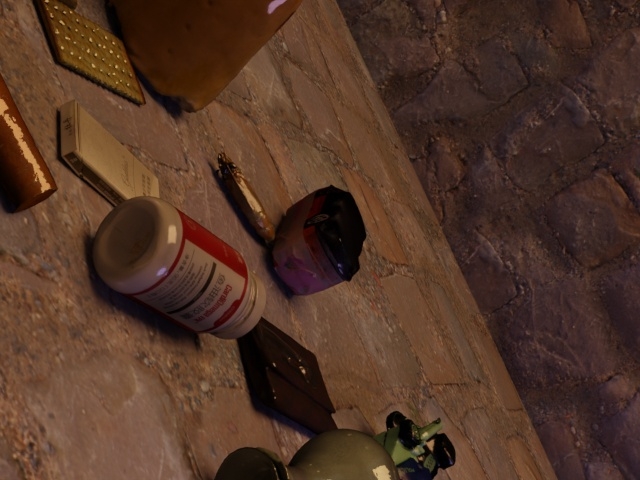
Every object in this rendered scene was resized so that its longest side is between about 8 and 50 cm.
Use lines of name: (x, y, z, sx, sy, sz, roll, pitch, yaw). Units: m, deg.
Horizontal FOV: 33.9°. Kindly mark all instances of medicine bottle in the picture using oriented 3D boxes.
medicine bottle: (-0.180, 0.044, 1.392, 0.250, 0.131, 0.131, 39, 27, -52)

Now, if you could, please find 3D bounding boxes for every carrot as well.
carrot: (-0.381, -0.144, 1.217, 0.225, 0.067, 0.067, 63, 16, -1)

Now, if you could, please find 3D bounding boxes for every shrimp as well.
shrimp: (-0.136, -0.077, 1.893, 0.190, 0.042, 0.101, 59, -1, -19)

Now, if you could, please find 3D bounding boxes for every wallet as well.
wallet: (-0.048, 0.213, 1.663, 0.229, 0.049, 0.181, 43, 21, -52)

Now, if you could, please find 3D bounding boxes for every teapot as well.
teapot: (-0.017, 0.329, 1.369, 0.251, 0.183, 0.183, 21, 41, -49)

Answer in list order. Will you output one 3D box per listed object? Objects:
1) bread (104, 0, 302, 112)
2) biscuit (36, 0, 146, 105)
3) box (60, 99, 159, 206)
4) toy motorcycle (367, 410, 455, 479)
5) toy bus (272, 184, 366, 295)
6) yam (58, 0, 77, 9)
bread: (-0.180, -0.467, 1.840, 0.250, 0.394, 0.361, 38, 27, -20)
biscuit: (-0.355, -0.297, 1.631, 0.231, 0.016, 0.139, 21, 43, -65)
box: (-0.292, -0.100, 1.474, 0.198, 0.029, 0.109, 47, 21, -44)
toy motorcycle: (0.147, 0.421, 1.799, 0.196, 0.125, 0.331, 61, 19, -8)
toy bus: (0.000, 0.000, 1.978, 0.127, 0.147, 0.302, 61, 16, -15)
yam: (-0.409, -0.379, 1.595, 0.116, 0.021, 0.021, 24, 41, -64)
